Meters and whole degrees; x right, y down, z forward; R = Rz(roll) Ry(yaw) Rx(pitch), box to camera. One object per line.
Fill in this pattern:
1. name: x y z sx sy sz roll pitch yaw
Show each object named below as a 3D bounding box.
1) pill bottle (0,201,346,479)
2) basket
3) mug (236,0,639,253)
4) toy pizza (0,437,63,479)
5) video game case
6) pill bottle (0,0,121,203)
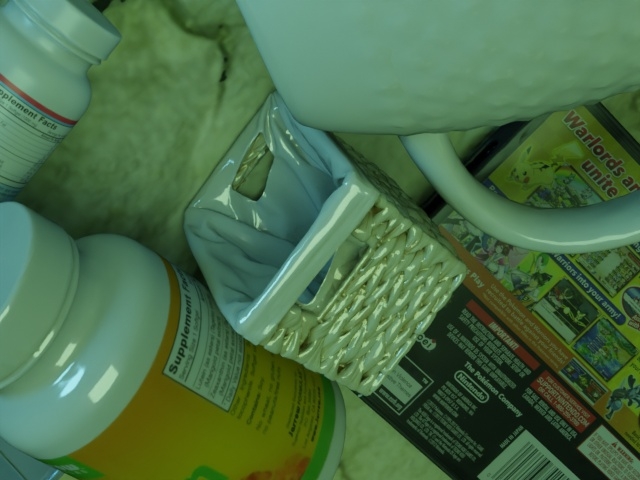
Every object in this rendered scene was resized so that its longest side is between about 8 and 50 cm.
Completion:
1. pill bottle: -0.110 0.080 0.781 0.136 0.136 0.245 -48 128 7
2. basket: 0.000 0.000 0.796 0.103 0.167 0.113 33 100 -28
3. mug: 0.123 -0.160 0.705 0.328 0.276 0.374 -23 116 4
4. toy pizza: -0.240 0.089 0.844 0.201 0.032 0.201 -4 110 -11
5. video game case: 0.165 0.064 0.907 0.248 0.035 0.275 -45 110 7
6. pill bottle: -0.190 -0.077 0.763 0.087 0.087 0.160 38 98 -22
